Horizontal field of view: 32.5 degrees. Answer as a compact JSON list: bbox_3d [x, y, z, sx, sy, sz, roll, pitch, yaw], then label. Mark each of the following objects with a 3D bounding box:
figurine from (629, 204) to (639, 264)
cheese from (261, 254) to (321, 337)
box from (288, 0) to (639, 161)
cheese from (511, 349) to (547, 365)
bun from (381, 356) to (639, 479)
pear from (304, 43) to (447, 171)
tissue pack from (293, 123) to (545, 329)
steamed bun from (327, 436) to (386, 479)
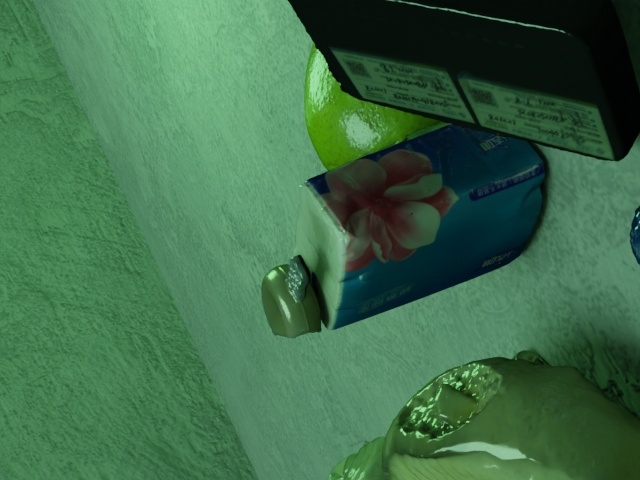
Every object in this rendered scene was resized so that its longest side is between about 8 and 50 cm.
[{"bbox_3d":[0.329,-0.029,0.933,0.164,0.120,0.262,42,149,56],"label":"figurine"},{"bbox_3d":[-0.030,0.070,1.273,0.092,0.047,0.171,66,163,2],"label":"cheese"},{"bbox_3d":[0.137,-0.185,1.085,0.350,0.058,0.211,19,161,34],"label":"box"},{"bbox_3d":[0.283,0.234,1.462,0.097,0.037,0.192,50,153,41],"label":"cheese"},{"bbox_3d":[0.260,0.263,1.287,0.364,0.202,0.364,25,149,16],"label":"bun"},{"bbox_3d":[0.044,-0.213,1.467,0.288,0.139,0.239,146,109,-68],"label":"pear"},{"bbox_3d":[0.113,-0.016,1.287,0.137,0.269,0.209,58,156,28],"label":"tissue pack"},{"bbox_3d":[0.149,0.476,1.783,0.339,0.247,0.352,162,92,-87],"label":"steamed bun"}]
